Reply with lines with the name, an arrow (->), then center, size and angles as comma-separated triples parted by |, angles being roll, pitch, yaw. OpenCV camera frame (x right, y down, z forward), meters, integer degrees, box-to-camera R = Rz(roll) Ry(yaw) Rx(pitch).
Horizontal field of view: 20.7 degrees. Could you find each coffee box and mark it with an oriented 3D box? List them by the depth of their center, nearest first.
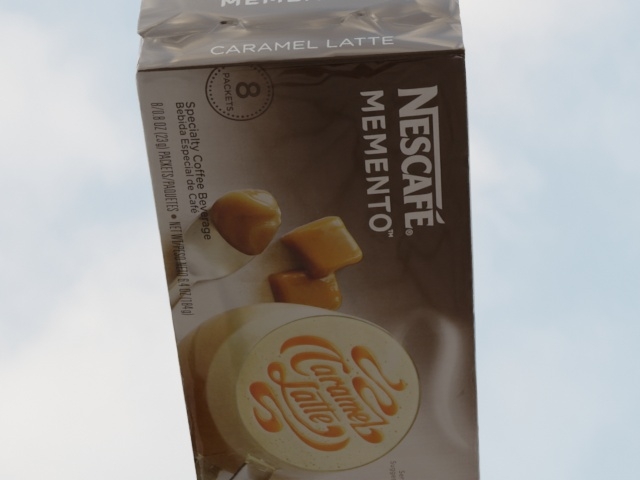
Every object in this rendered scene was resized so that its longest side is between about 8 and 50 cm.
coffee box -> 0.000, 0.000, 0.815 | 0.141, 0.098, 0.246 | -3, -55, 1
